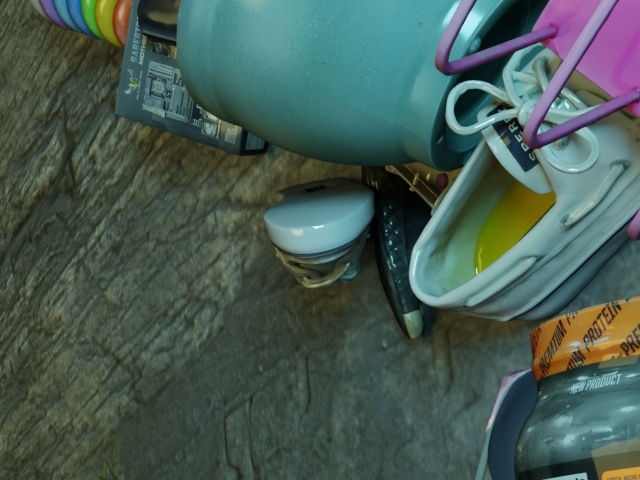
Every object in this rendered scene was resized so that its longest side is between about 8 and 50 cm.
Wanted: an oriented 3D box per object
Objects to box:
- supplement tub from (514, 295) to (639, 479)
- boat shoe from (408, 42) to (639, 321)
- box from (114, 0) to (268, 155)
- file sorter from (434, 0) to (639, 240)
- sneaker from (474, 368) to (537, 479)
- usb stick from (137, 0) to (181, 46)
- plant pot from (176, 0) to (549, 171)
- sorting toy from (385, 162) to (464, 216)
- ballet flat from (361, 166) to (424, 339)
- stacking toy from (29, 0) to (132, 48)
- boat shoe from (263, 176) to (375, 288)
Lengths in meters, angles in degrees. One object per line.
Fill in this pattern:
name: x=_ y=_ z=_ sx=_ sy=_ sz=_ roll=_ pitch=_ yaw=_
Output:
supplement tub: x=0.225 y=0.204 z=0.695 sx=0.207 sy=0.207 sz=0.338 roll=-26 pitch=66 yaw=54
boat shoe: x=0.162 y=-0.076 z=0.852 sx=0.367 sy=0.156 sz=0.136 roll=-55 pitch=46 yaw=41
box: x=-0.124 y=-0.226 z=1.338 sx=0.183 sy=0.059 sz=0.233 roll=19 pitch=106 yaw=29
file sorter: x=0.233 y=-0.089 z=0.618 sx=0.290 sy=0.182 sz=0.202 roll=41 pitch=127 yaw=17
sneaker: x=0.156 y=0.248 z=0.920 sx=0.131 sy=0.112 sz=0.319 roll=-138 pitch=58 yaw=-70
usb stick: x=-0.073 y=-0.215 z=1.240 sx=0.278 sy=0.045 sz=0.077 roll=19 pitch=98 yaw=31
plant pot: x=0.062 y=-0.173 z=0.938 sx=0.196 sy=0.293 sz=0.293 roll=35 pitch=121 yaw=23
sorting toy: x=0.105 y=-0.069 z=1.053 sx=0.083 sy=0.045 sz=0.075 roll=51 pitch=122 yaw=46
ballet flat: x=0.073 y=0.001 z=1.098 sx=0.057 sy=0.049 sz=0.173 roll=128 pitch=132 yaw=-80
stacking toy: x=-0.246 y=-0.290 z=1.542 sx=0.330 sy=0.141 sz=0.141 roll=38 pitch=120 yaw=45
boat shoe: x=0.000 y=0.000 z=1.096 sx=0.267 sy=0.096 sz=0.088 roll=-132 pitch=30 yaw=-81
